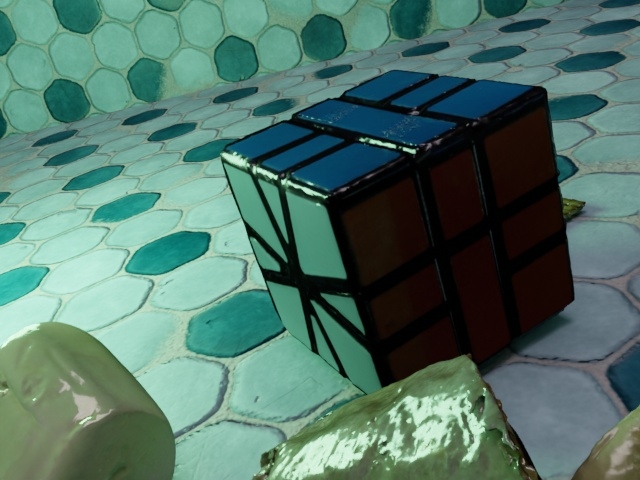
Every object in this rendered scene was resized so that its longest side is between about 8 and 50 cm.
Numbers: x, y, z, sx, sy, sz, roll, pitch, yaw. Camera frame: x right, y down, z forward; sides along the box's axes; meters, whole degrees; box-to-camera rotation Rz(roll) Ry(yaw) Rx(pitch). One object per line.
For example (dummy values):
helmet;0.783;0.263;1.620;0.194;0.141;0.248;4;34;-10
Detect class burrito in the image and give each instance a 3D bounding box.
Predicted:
burrito;0.062;0.172;0.552;0.348;0.107;0.175;-31;18;46

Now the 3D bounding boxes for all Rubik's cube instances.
Rubik's cube;0.087;-0.015;0.821;0.284;0.293;0.288;-27;26;-22

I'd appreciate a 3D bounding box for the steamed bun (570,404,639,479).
steamed bun;0.253;0.203;0.460;0.141;0.172;0.155;-36;49;-20

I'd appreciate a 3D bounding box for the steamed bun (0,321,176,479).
steamed bun;-0.257;0.215;0.722;0.226;0.170;0.200;33;83;38

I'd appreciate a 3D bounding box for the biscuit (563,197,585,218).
biscuit;0.274;-0.018;1.053;0.232;0.016;0.139;-29;28;-27
